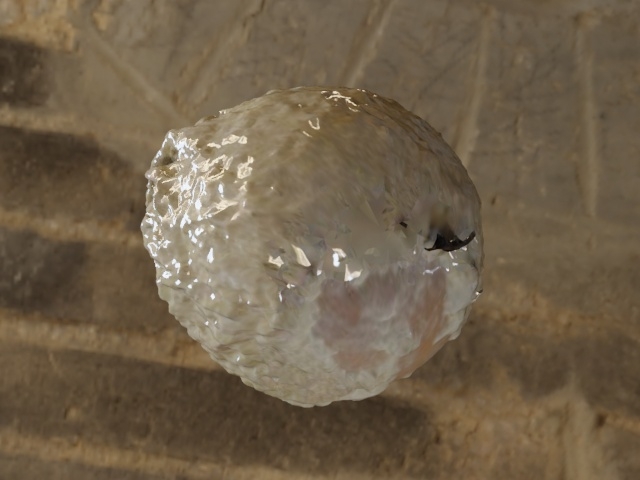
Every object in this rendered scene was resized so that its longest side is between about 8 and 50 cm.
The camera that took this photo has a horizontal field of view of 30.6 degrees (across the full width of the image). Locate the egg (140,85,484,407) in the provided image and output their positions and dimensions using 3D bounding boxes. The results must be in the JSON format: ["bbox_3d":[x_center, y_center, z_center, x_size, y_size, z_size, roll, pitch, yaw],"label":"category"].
[{"bbox_3d":[0.000,0.000,0.940,0.279,0.279,0.310,45,-171,37],"label":"egg"}]
